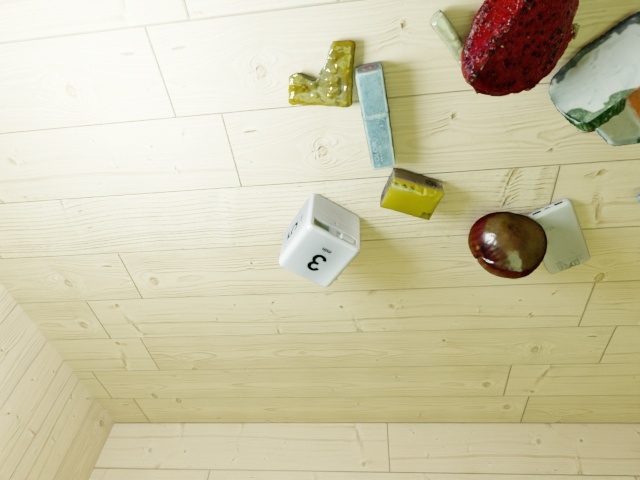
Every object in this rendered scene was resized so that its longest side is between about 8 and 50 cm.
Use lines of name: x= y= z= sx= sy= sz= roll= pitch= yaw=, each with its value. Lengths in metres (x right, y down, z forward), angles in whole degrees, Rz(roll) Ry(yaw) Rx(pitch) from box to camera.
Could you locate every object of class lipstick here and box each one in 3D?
lipstick: x=0.155 y=-0.333 z=1.187 sx=0.078 sy=0.076 sz=0.289 roll=-9 pitch=128 yaw=10

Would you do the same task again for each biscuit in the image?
biscuit: x=0.000 y=-0.436 z=1.141 sx=0.183 sy=0.039 sz=0.174 roll=0 pitch=130 yaw=4

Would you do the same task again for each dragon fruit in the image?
dragon fruit: x=0.462 y=-0.482 z=1.012 sx=0.205 sy=0.152 sz=0.317 roll=20 pitch=116 yaw=-34

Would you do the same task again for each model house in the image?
model house: x=0.773 y=-0.355 z=1.083 sx=0.301 sy=0.190 sz=0.271 roll=27 pitch=124 yaw=-36

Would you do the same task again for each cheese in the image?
cheese: x=0.336 y=-0.478 z=1.062 sx=0.043 sy=0.065 sz=0.194 roll=-37 pitch=117 yaw=21

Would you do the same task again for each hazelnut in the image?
hazelnut: x=0.582 y=0.014 z=1.368 sx=0.230 sy=0.229 sz=0.229 roll=2 pitch=129 yaw=3

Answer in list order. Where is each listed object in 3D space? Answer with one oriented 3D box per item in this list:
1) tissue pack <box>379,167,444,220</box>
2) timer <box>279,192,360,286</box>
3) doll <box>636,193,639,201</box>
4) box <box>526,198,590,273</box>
tissue pack: x=0.281 y=-0.141 z=1.330 sx=0.169 sy=0.082 sz=0.120 roll=15 pitch=130 yaw=-8
timer: x=0.000 y=0.000 z=1.395 sx=0.192 sy=0.194 sz=0.195 roll=27 pitch=126 yaw=-17
doll: x=1.044 y=-0.102 z=1.302 sx=0.120 sy=0.075 sz=0.180 roll=-28 pitch=121 yaw=28
box: x=0.788 y=-0.006 z=1.424 sx=0.142 sy=0.044 sz=0.285 roll=-25 pitch=123 yaw=20
